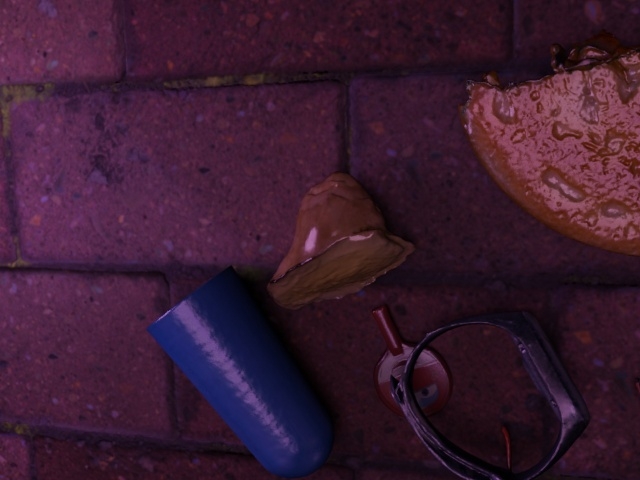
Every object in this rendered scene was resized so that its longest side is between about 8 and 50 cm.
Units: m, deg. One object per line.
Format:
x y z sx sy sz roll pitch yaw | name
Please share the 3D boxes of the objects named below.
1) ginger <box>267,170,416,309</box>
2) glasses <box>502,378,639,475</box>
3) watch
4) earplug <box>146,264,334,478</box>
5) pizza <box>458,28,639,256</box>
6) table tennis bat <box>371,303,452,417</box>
-0.002 0.004 0.946 0.193 0.115 0.122 -33 67 26 | ginger
0.330 0.324 0.876 0.234 0.118 0.268 -25 91 20 | glasses
0.196 0.189 0.900 0.193 0.068 0.206 -30 76 12 | watch
-0.085 0.179 0.977 0.132 0.132 0.273 -36 91 19 | earplug
0.296 -0.119 0.832 0.289 0.081 0.228 35 113 8 | pizza
0.105 0.153 0.970 0.098 0.019 0.154 -24 94 18 | table tennis bat
